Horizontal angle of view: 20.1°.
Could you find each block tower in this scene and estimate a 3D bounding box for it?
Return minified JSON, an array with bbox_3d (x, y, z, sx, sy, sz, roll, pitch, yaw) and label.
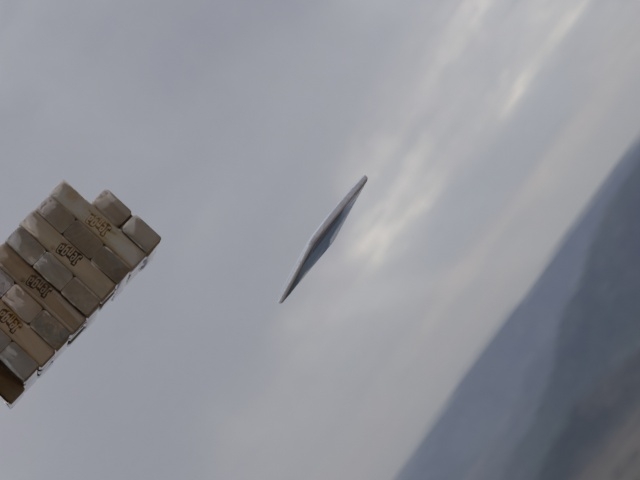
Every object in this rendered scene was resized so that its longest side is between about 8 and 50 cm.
[{"bbox_3d":[-0.270,0.098,1.389,0.335,0.091,0.097,-47,-1,-15],"label":"block tower"}]

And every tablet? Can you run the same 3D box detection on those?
[{"bbox_3d":[0.000,0.000,0.974,0.054,0.006,0.083,-50,-6,-28],"label":"tablet"}]
